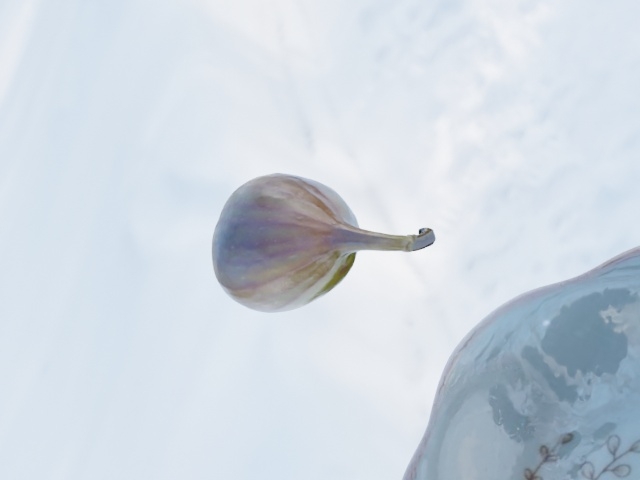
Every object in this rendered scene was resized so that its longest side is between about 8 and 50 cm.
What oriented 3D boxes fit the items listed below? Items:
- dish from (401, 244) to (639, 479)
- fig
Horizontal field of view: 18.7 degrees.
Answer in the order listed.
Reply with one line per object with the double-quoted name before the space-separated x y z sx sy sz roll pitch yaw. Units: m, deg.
"dish" 0.147 0.116 0.871 0.229 0.081 0.229 -20 51 26
"fig" 0.000 0.000 0.668 0.083 0.050 0.050 -2 62 38
